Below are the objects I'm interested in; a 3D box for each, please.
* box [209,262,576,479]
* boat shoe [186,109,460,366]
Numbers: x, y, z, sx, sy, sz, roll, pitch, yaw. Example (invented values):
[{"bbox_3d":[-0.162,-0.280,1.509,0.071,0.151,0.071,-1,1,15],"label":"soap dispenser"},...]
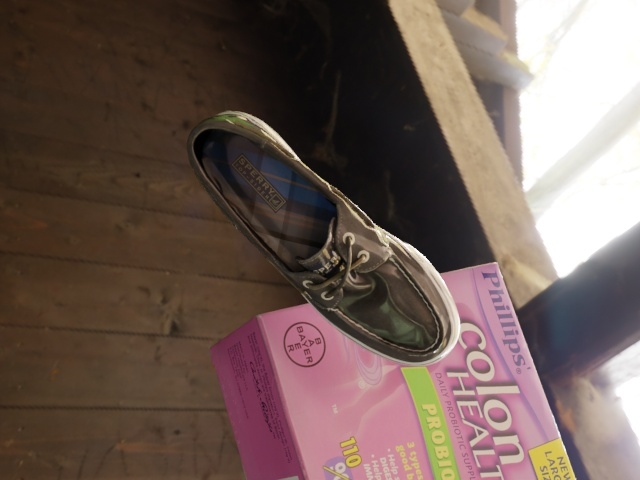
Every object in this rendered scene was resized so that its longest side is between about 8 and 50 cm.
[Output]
[{"bbox_3d":[0.062,0.153,0.646,0.243,0.117,0.214,-9,-105,-30],"label":"box"},{"bbox_3d":[0.000,0.000,0.505,0.228,0.080,0.076,48,-169,2],"label":"boat shoe"}]
